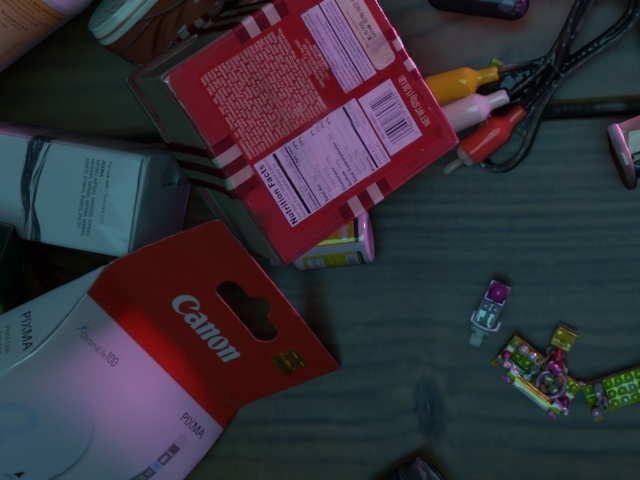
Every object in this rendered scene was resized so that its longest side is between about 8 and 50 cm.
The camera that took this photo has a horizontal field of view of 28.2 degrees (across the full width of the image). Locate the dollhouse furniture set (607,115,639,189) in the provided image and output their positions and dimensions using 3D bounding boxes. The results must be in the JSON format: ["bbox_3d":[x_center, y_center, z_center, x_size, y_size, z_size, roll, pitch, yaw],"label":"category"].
[{"bbox_3d":[0.434,-0.011,1.256,0.198,0.286,0.303,-23,79,11],"label":"dollhouse furniture set"}]

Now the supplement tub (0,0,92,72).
[{"bbox_3d":[-0.391,-0.301,1.407,0.316,0.228,0.228,-35,88,10],"label":"supplement tub"}]

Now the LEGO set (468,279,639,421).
[{"bbox_3d":[0.295,0.143,1.382,0.287,0.107,0.132,16,97,8],"label":"LEGO set"}]

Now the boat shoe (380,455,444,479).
[{"bbox_3d":[0.179,0.388,1.412,0.119,0.121,0.335,-43,84,14],"label":"boat shoe"}]

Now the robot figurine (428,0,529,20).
[{"bbox_3d":[0.184,-0.363,1.335,0.278,0.173,0.209,7,63,9],"label":"robot figurine"}]

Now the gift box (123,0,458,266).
[{"bbox_3d":[-0.019,-0.136,1.320,0.276,0.258,0.255,-31,104,-12],"label":"gift box"}]

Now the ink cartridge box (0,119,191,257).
[{"bbox_3d":[-0.299,-0.065,1.424,0.273,0.197,0.114,9,97,10],"label":"ink cartridge box"}]

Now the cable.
[{"bbox_3d":[0.232,-0.168,1.364,0.287,0.072,0.139,-30,96,23],"label":"cable"}]

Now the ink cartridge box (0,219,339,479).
[{"bbox_3d":[-0.203,0.165,1.383,0.385,0.308,0.091,-24,46,12],"label":"ink cartridge box"}]

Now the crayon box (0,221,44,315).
[{"bbox_3d":[-0.422,0.045,1.411,0.202,0.318,0.081,14,70,0],"label":"crayon box"}]

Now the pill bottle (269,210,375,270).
[{"bbox_3d":[0.000,0.000,1.444,0.116,0.065,0.065,-6,93,9],"label":"pill bottle"}]

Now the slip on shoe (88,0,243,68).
[{"bbox_3d":[-0.111,-0.317,1.429,0.331,0.123,0.101,-42,120,5],"label":"slip on shoe"}]

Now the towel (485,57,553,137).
[{"bbox_3d":[0.213,-0.160,1.424,0.083,0.009,0.060,34,100,6],"label":"towel"}]
